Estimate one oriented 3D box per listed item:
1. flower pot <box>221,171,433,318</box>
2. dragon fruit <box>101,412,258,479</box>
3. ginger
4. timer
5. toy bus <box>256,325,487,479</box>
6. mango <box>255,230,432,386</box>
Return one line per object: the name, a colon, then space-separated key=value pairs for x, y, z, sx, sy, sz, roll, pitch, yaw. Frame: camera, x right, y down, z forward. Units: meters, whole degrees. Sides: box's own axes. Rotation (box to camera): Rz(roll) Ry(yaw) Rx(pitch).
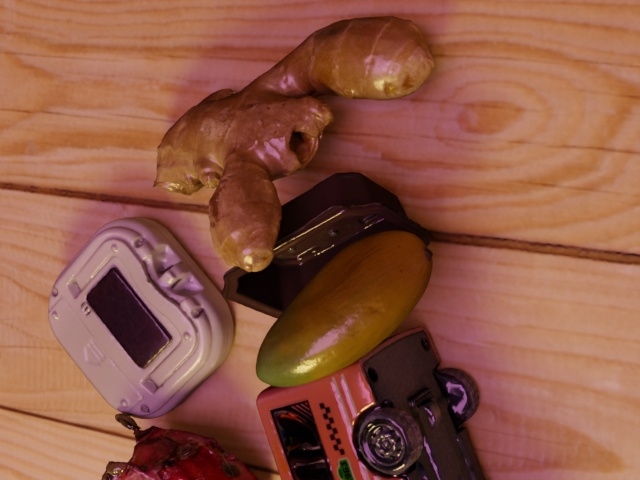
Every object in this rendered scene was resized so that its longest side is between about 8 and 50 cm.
flower pot: x=0.000 y=0.000 z=1.248 sx=0.250 sy=0.178 sz=0.084 roll=-30 pitch=55 yaw=27
dragon fruit: x=-0.206 y=0.367 z=1.375 sx=0.282 sy=0.147 sz=0.211 roll=40 pitch=132 yaw=-1
ginger: x=-0.066 y=-0.154 z=1.258 sx=0.348 sy=0.122 sz=0.363 roll=29 pitch=84 yaw=49
timer: x=-0.262 y=0.111 z=1.424 sx=0.262 sy=0.087 sz=0.237 roll=49 pitch=115 yaw=9
toy bus: x=0.094 y=0.339 z=1.223 sx=0.233 sy=0.203 sz=0.427 roll=-21 pitch=88 yaw=32
mango: x=0.029 y=0.082 z=1.137 sx=0.237 sy=0.137 sz=0.091 roll=-48 pitch=112 yaw=-11
